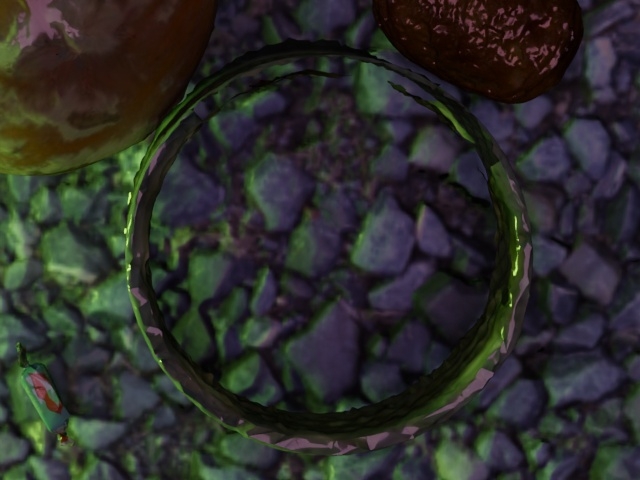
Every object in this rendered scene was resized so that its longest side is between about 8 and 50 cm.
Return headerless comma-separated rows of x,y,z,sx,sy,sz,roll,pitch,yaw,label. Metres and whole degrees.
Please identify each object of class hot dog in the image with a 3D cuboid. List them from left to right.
0.106,-0.153,1.135,0.147,0.065,0.099,25,96,7,hot dog

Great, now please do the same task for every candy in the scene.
-0.195,0.109,1.174,0.020,0.030,0.083,-28,93,-6,candy

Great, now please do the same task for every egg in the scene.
-0.168,-0.145,1.068,0.233,0.195,0.195,-41,96,6,egg

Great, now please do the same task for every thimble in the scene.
0.000,0.000,1.104,0.271,0.150,0.271,-1,97,-4,thimble
